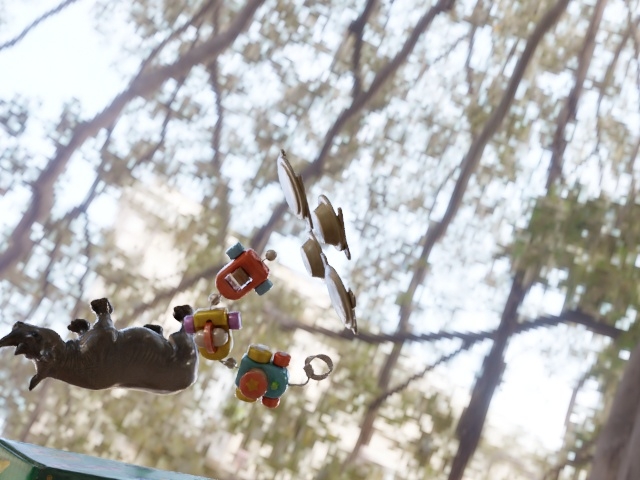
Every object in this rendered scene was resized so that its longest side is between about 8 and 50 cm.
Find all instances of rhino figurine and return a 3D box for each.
[{"bbox_3d":[-0.241,0.121,1.623,0.243,0.106,0.073,4,-44,-31],"label":"rhino figurine"}]

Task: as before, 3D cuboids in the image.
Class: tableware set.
[{"bbox_3d":[0.000,0.000,1.388,0.020,0.169,0.141,-20,-57,-13],"label":"tableware set"}]

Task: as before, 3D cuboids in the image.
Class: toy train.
[{"bbox_3d":[-0.067,0.092,1.476,0.125,0.046,0.166,-32,-82,16],"label":"toy train"}]

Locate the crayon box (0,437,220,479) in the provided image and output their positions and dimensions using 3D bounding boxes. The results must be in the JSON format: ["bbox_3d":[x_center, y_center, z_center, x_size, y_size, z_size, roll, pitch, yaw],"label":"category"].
[{"bbox_3d":[-0.121,0.250,1.056,0.278,0.165,0.081,18,-2,-37],"label":"crayon box"}]
